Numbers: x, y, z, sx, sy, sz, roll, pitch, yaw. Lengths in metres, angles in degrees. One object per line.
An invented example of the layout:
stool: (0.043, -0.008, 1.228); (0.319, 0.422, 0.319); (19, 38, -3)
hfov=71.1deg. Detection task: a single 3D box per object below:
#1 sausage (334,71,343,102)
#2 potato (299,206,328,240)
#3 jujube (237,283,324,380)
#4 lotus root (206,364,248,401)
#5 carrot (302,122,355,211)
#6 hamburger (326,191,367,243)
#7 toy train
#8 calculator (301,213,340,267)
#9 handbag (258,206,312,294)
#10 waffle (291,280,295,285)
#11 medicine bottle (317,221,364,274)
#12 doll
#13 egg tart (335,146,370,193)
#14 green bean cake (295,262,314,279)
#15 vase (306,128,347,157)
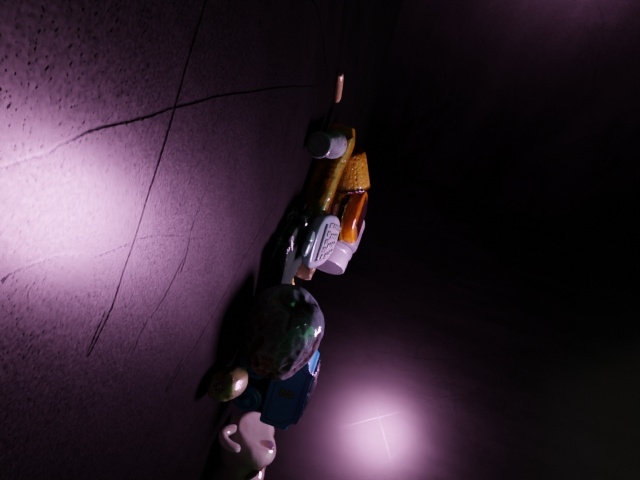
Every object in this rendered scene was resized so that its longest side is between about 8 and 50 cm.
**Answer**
sausage: (0.058, -0.484, 1.428); (0.132, 0.024, 0.024); (95, 15, -69)
potato: (-0.034, -0.025, 1.634); (0.154, 0.137, 0.200); (1, 110, -57)
jujube: (-0.116, 0.261, 1.265); (0.246, 0.215, 0.308); (-33, 157, -44)
lotus root: (-0.232, 0.362, 1.145); (0.183, 0.090, 0.077); (87, -4, -85)
carrot: (0.030, -0.252, 1.540); (0.114, 0.114, 0.302); (-30, 142, -83)
hamburger: (0.087, -0.126, 2.050); (0.291, 0.225, 0.291); (15, 90, -80)
toy train: (-0.143, 0.457, 1.517); (0.188, 0.265, 0.300); (-58, 165, -70)
calculator: (0.000, 0.000, 1.483); (0.295, 0.042, 0.184); (-7, 116, -70)
handbag: (-0.110, 0.056, 1.390); (0.247, 0.079, 0.260); (-66, 173, -48)
waffle: (-0.156, 0.251, 1.788); (0.219, 0.057, 0.229); (74, 35, -82)
medicine bottle: (0.074, -0.006, 2.280); (0.245, 0.245, 0.306); (99, 12, -67)
doll: (-0.285, 0.811, 1.677); (0.215, 0.226, 0.370); (-125, -140, -51)
egg tart: (0.090, -0.270, 1.744); (0.215, 0.215, 0.171); (-62, 155, -63)
green bean cake: (-0.062, 0.076, 1.849); (0.179, 0.109, 0.085); (-65, 173, -56)
vase: (0.017, -0.291, 1.357); (0.219, 0.096, 0.096); (-47, 156, -72)
